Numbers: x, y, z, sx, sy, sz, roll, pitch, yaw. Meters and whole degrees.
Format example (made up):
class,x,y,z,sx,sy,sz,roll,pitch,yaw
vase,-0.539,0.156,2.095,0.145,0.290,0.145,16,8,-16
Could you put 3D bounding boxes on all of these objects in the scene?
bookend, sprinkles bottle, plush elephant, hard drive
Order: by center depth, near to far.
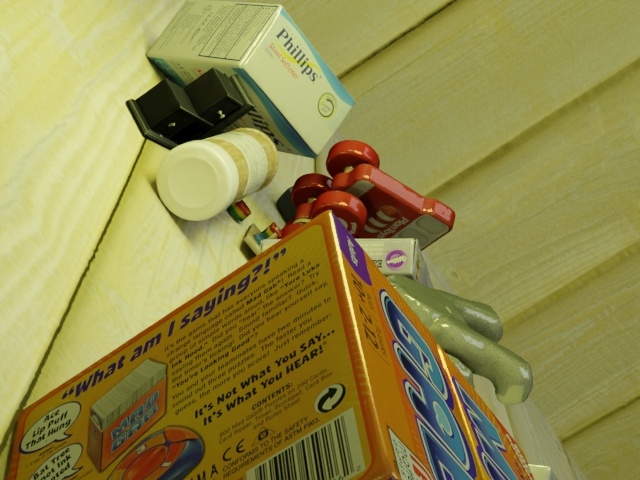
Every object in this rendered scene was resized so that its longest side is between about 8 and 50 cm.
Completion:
class,x,y,z,sx,sy,sz,roll,pitch,yaw
plush elephant,0.106,0.197,1.768,0.330,0.255,0.272,24,14,-18
sprinkles bottle,-0.161,-0.116,2.013,0.121,0.121,0.355,56,14,-2
bookend,-0.214,-0.227,2.034,0.072,0.157,0.156,60,11,18
hard drive,0.000,0.000,2.556,0.255,0.054,0.172,57,12,-1

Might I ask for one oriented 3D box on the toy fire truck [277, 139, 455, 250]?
class,x,y,z,sx,sy,sz,roll,pitch,yaw
toy fire truck,0.074,-0.027,2.299,0.254,0.302,0.169,31,49,-18

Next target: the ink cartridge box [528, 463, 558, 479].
class,x,y,z,sx,sy,sz,roll,pitch,yaw
ink cartridge box,0.198,0.431,1.557,0.198,0.197,0.270,50,47,-60

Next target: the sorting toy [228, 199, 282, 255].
class,x,y,z,sx,sy,sz,roll,pitch,yaw
sorting toy,-0.066,0.030,2.146,0.274,0.046,0.132,50,7,-7

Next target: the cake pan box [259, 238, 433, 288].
class,x,y,z,sx,sy,sz,roll,pitch,yaw
cake pan box,0.049,0.072,1.945,0.267,0.245,0.070,63,32,-65

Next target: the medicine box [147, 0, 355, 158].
class,x,y,z,sx,sy,sz,roll,pitch,yaw
medicine box,-0.129,-0.305,2.277,0.289,0.149,0.263,16,-24,46

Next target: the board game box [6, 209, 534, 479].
class,x,y,z,sx,sy,sz,roll,pitch,yaw
board game box,-0.020,0.271,1.018,0.356,0.356,0.356,50,14,-28
